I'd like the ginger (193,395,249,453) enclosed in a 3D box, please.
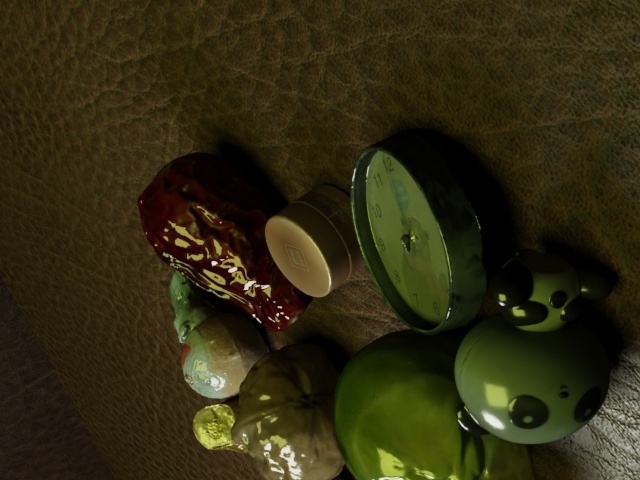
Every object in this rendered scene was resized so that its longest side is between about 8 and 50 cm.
[{"bbox_3d":[-0.131,0.376,2.173,0.219,0.270,0.123,-8,87,19],"label":"ginger"}]

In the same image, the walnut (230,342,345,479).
[{"bbox_3d":[-0.044,0.325,1.907,0.273,0.227,0.273,39,153,24],"label":"walnut"}]

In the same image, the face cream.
[{"bbox_3d":[0.000,0.000,1.620,0.149,0.104,0.149,36,147,29],"label":"face cream"}]

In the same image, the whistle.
[{"bbox_3d":[-0.236,0.195,2.127,0.348,0.189,0.189,48,152,33],"label":"whistle"}]

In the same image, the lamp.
[{"bbox_3d":[0.269,0.139,1.303,0.198,0.198,0.243,27,125,40],"label":"lamp"}]

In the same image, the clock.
[{"bbox_3d":[0.124,-0.007,1.398,0.280,0.055,0.280,52,153,42],"label":"clock"}]

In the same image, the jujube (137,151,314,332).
[{"bbox_3d":[-0.148,0.004,1.768,0.342,0.216,0.216,47,151,1],"label":"jujube"}]

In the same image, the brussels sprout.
[{"bbox_3d":[0.169,0.278,1.505,0.344,0.268,0.344,47,168,13],"label":"brussels sprout"}]

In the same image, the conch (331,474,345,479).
[{"bbox_3d":[-0.022,0.515,2.160,0.178,0.163,0.245,7,98,33],"label":"conch"}]
